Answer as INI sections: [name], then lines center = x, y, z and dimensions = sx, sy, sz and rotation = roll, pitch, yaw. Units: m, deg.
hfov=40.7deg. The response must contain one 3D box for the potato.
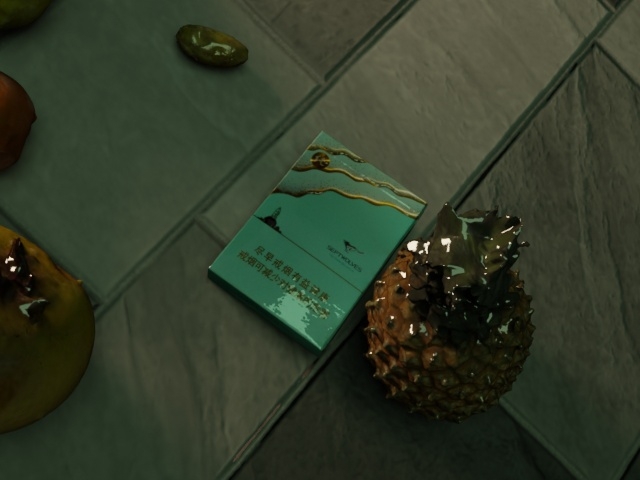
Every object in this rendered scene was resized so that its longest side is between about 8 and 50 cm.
[potato]
center = -0.133, -0.233, 1.045
dimensions = 0.092, 0.045, 0.047
rotation = 20, 70, -10

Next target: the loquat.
[loquat]
center = -0.321, 0.087, 0.813
dimensions = 0.213, 0.213, 0.213
rotation = 4, 75, -17

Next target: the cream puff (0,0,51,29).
[cream puff]
center = -0.416, -0.410, 0.873
dimensions = 0.378, 0.275, 0.379
rotation = 4, 78, -19

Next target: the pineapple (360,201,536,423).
[pineapple]
center = 0.146, 0.072, 0.903
dimensions = 0.201, 0.362, 0.202
rotation = 0, 70, -1

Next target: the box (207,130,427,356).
[box]
center = 0.000, 0.000, 1.018
dimensions = 0.162, 0.041, 0.229
rotation = 35, 68, 6

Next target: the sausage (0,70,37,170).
[sausage]
center = -0.421, -0.107, 0.875
dimensions = 0.258, 0.133, 0.133
rotation = -24, 85, -21
